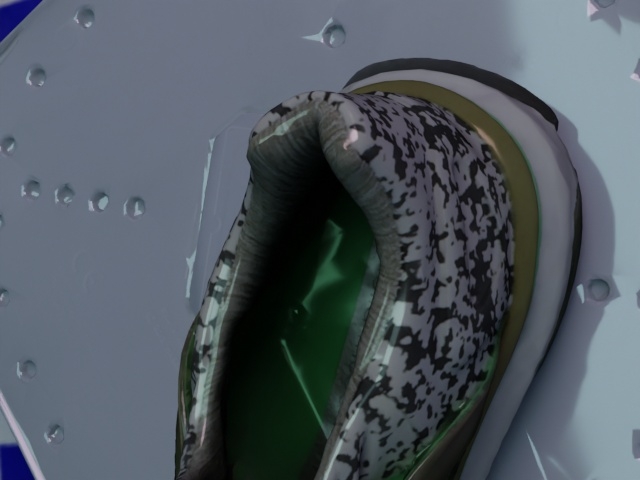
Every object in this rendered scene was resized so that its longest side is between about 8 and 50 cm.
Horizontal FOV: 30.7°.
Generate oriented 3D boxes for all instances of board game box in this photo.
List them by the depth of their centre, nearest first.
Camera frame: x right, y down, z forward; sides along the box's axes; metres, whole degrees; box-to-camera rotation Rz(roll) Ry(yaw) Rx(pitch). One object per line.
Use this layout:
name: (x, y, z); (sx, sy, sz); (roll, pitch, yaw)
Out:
board game box: (0.000, 0.000, 0.563); (0.390, 0.050, 0.390); (-38, 71, 19)

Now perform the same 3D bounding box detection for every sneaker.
sneaker: (-0.020, 0.122, 0.435); (0.158, 0.182, 0.410); (10, 91, 26)
